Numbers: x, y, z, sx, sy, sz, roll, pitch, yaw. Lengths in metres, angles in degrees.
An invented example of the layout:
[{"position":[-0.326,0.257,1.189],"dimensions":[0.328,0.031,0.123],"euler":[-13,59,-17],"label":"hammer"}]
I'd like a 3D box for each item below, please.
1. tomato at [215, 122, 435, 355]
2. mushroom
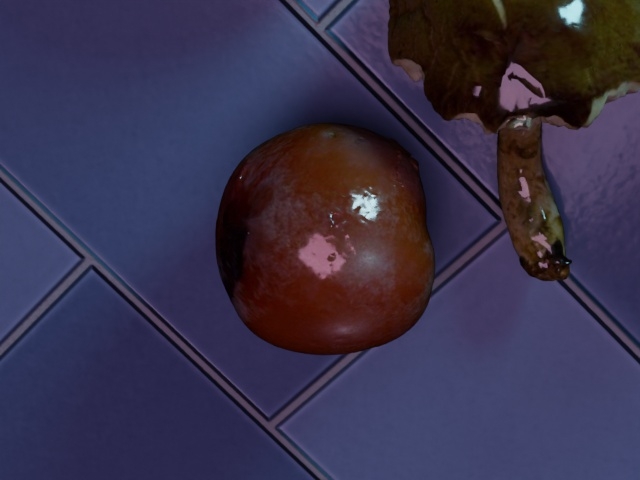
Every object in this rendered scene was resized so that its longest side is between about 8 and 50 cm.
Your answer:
[{"position":[0.000,0.000,1.110],"dimensions":[0.184,0.208,0.208],"euler":[-8,110,-4],"label":"tomato"},{"position":[0.148,-0.129,1.069],"dimensions":[0.208,0.233,0.302],"euler":[-3,134,-35],"label":"mushroom"}]
